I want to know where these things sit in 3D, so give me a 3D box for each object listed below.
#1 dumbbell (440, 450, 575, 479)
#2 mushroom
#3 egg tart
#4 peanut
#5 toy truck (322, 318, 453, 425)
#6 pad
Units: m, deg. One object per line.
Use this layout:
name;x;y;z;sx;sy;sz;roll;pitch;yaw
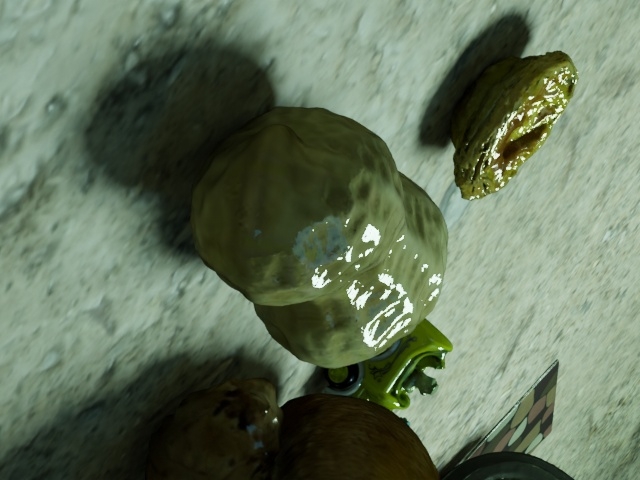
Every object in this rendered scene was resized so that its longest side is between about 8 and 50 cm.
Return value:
dumbbell;0.199;0.337;2.118;0.192;0.192;0.290;-44;160;-18
mushroom;-0.027;0.266;1.395;0.345;0.239;0.345;-51;159;-28
egg tart;0.131;-0.086;1.419;0.130;0.052;0.130;-44;159;-22
peanut;0.000;0.000;1.177;0.298;0.120;0.136;42;50;-70
toy truck;0.053;0.107;1.554;0.111;0.077;0.076;-54;160;10
pad;0.213;0.230;2.241;0.158;0.003;0.235;-45;160;-16
